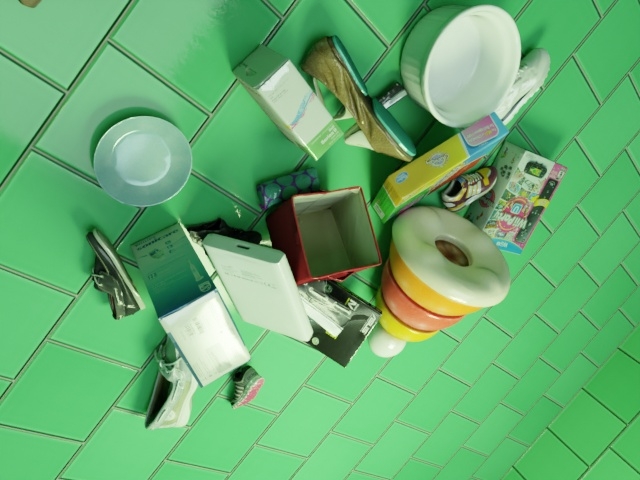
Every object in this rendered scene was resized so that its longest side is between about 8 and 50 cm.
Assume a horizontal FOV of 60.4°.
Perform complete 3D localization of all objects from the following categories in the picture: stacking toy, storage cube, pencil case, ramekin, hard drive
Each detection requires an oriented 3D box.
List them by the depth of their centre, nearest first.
[{"bbox_3d":[0.000,0.000,1.291,0.184,0.193,0.214,-11,83,-25],"label":"storage cube"},{"bbox_3d":[-0.141,0.117,1.297,0.040,0.203,0.307,-59,150,-32],"label":"hard drive"},{"bbox_3d":[-0.074,-0.123,1.303,0.152,0.064,0.070,-19,152,-19],"label":"pencil case"},{"bbox_3d":[0.325,-0.422,1.313,0.277,0.135,0.277,-14,124,-22],"label":"ramekin"},{"bbox_3d":[0.273,0.168,1.583,0.351,0.350,0.479,1,136,-31],"label":"stacking toy"}]

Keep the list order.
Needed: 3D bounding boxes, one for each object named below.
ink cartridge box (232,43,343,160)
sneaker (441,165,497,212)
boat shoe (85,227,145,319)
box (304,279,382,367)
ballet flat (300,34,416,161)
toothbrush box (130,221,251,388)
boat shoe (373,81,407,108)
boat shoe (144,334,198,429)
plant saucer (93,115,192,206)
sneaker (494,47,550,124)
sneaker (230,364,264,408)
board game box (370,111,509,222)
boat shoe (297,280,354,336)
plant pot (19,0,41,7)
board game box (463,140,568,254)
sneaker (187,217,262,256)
[{"bbox_3d":[-0.068,-0.288,1.150,0.093,0.154,0.212,-45,129,1],"label":"ink cartridge box"},{"bbox_3d":[0.426,-0.161,1.569,0.185,0.069,0.084,-42,135,-3],"label":"sneaker"},{"bbox_3d":[-0.456,0.079,1.189,0.079,0.084,0.233,-25,130,-16],"label":"boat shoe"},{"bbox_3d":[0.045,0.227,1.530,0.184,0.045,0.190,34,101,3],"label":"box"},{"bbox_3d":[0.077,-0.293,1.240,0.124,0.116,0.342,-30,118,24],"label":"ballet flat"},{"bbox_3d":[-0.282,0.129,1.184,0.126,0.295,0.216,-27,129,-13],"label":"toothbrush box"},{"bbox_3d":[0.141,-0.328,1.324,0.142,0.049,0.040,-34,94,0],"label":"boat shoe"},{"bbox_3d":[-0.377,0.351,1.380,0.103,0.118,0.320,-5,127,-33],"label":"boat shoe"},{"bbox_3d":[-0.364,-0.165,1.128,0.195,0.037,0.194,-15,124,-23],"label":"plant saucer"},{"bbox_3d":[0.514,-0.418,1.462,0.095,0.090,0.235,30,98,-29],"label":"sneaker"},{"bbox_3d":[-0.216,0.408,1.543,0.063,0.074,0.170,-15,149,-43],"label":"sneaker"},{"bbox_3d":[0.290,-0.177,1.391,0.317,0.064,0.242,-32,172,-10],"label":"board game box"},{"bbox_3d":[-0.030,0.127,1.424,0.301,0.108,0.102,42,89,-20],"label":"boat shoe"},{"bbox_3d":[-0.443,-0.461,0.837,0.165,0.167,0.167,-46,130,11],"label":"plant pot"},{"bbox_3d":[0.582,-0.123,1.667,0.224,0.097,0.303,11,112,-34],"label":"board game box"},{"bbox_3d":[-0.222,-0.014,1.291,0.170,0.051,0.089,-15,129,-18],"label":"sneaker"}]
